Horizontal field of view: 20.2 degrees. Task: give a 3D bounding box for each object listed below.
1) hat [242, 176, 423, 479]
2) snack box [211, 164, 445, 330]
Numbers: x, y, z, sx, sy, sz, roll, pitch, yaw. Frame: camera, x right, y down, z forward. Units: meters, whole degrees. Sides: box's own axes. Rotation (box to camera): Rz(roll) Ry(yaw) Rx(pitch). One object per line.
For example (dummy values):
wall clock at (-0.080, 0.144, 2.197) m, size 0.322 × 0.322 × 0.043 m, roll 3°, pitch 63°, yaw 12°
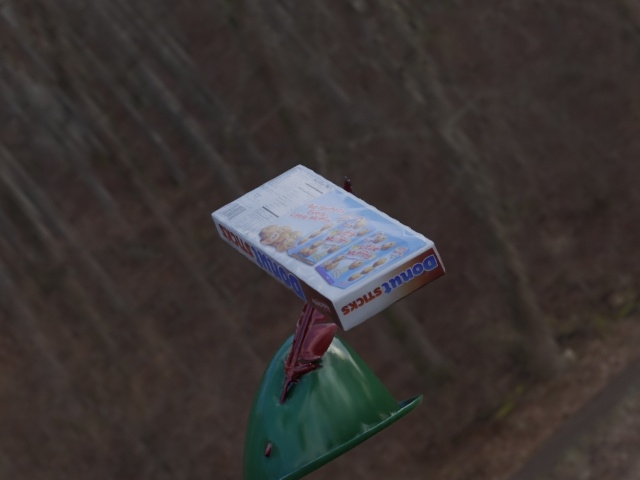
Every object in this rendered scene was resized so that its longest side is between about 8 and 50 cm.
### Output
hat at (-0.029, 0.087, 1.431) m, size 0.208 × 0.183 × 0.173 m, roll -29°, pitch -2°, yaw -4°
snack box at (0.000, 0.000, 0.996) m, size 0.064 × 0.022 × 0.178 m, roll -29°, pitch 25°, yaw -14°
